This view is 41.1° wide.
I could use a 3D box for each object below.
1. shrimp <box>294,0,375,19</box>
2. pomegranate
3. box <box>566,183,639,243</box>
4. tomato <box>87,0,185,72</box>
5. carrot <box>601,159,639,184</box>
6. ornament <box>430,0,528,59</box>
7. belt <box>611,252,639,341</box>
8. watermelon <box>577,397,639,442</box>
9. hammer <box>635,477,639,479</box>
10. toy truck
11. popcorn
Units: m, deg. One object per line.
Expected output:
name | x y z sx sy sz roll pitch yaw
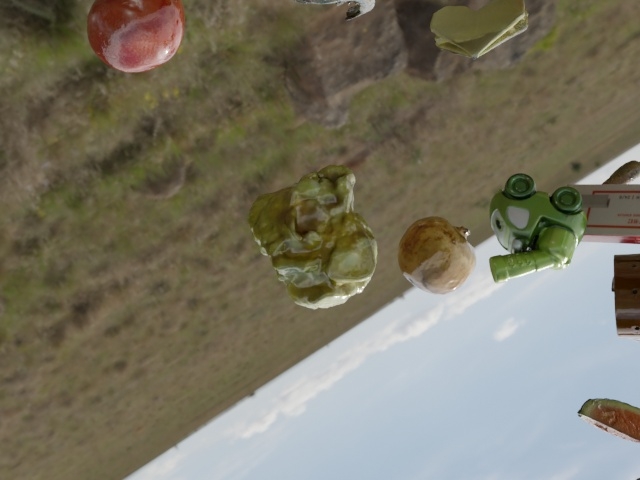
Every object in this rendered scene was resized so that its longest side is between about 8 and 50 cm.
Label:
shrimp | 0.027 -0.528 1.905 0.195 0.035 0.148 2 176 12
pomegranate | 0.349 0.043 2.539 0.248 0.248 0.248 -32 175 -3
box | 0.602 -0.056 1.747 0.229 0.050 0.123 4 -112 44
tomato | -0.328 -0.384 1.542 0.187 0.151 0.187 -12 -173 2
carrot | 0.667 -0.110 2.055 0.254 0.049 0.049 -38 174 14
ornament | 0.334 -0.441 1.807 0.201 0.059 0.180 -6 -135 21
belt | 0.691 0.123 1.861 0.105 0.184 0.261 -5 -172 20
watermelon | 0.621 0.376 1.701 0.119 0.245 0.063 -53 165 -75
hammer | 0.616 0.655 2.106 0.408 0.095 0.242 5 149 -10
toy truck | 0.426 -0.011 1.677 0.187 0.211 0.148 2 150 8
popcorn | -0.003 0.000 2.177 0.292 0.334 0.293 -27 -174 -12
